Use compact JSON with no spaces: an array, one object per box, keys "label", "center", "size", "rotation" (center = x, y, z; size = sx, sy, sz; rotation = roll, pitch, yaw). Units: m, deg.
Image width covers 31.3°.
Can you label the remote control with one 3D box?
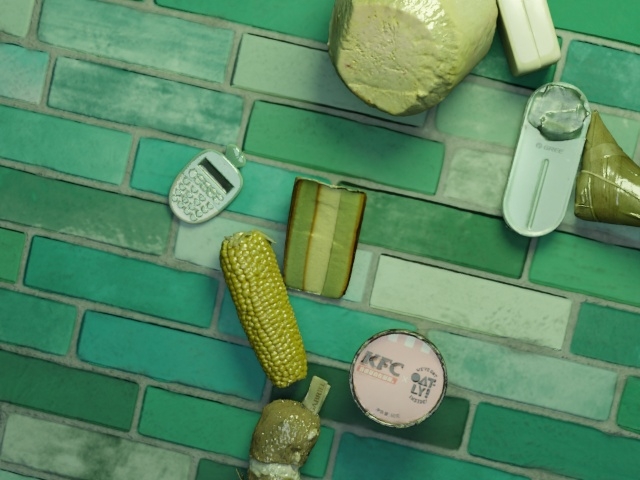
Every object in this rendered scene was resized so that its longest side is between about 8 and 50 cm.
[{"label":"remote control","center":[0.353,-0.127,1.798],"size":[0.104,0.052,0.247],"rotation":[15,95,2]}]

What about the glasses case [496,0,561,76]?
[{"label":"glasses case","center":[0.288,-0.409,1.742],"size":[0.070,0.131,0.312],"rotation":[-16,92,6]}]

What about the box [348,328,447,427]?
[{"label":"box","center":[0.124,0.210,1.800],"size":[0.151,0.135,0.151],"rotation":[0,91,5]}]

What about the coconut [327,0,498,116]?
[{"label":"coconut","center":[0.142,-0.330,1.715],"size":[0.239,0.244,0.239],"rotation":[16,132,19]}]

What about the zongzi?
[{"label":"zongzi","center":[0.489,-0.109,1.753],"size":[0.189,0.081,0.178],"rotation":[8,88,32]}]

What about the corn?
[{"label":"corn","center":[-0.090,0.108,1.830],"size":[0.091,0.091,0.260],"rotation":[-22,94,-37]}]

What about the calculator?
[{"label":"calculator","center":[-0.181,-0.093,1.855],"size":[0.153,0.021,0.095],"rotation":[-45,90,6]}]

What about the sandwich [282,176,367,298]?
[{"label":"sandwich","center":[0.000,0.000,1.789],"size":[0.117,0.144,0.187],"rotation":[13,95,6]}]

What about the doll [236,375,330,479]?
[{"label":"doll","center":[-0.053,0.320,1.834],"size":[0.115,0.105,0.221],"rotation":[26,98,9]}]
